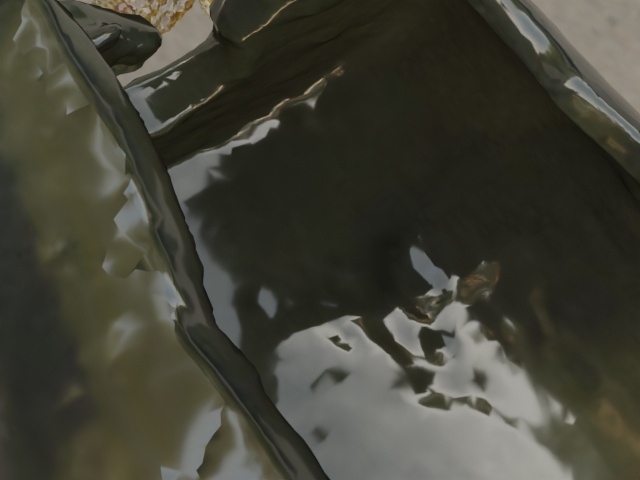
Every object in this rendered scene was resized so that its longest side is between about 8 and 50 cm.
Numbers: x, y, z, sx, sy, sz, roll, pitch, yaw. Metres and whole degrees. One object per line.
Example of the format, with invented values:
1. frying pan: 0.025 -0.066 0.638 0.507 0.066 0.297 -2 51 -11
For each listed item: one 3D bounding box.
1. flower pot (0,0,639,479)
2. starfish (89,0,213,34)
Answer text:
1. flower pot: -0.012 0.056 0.578 0.379 0.379 0.251 -28 82 -5
2. starfish: -0.086 -0.213 1.366 0.302 0.060 0.299 35 59 -41
